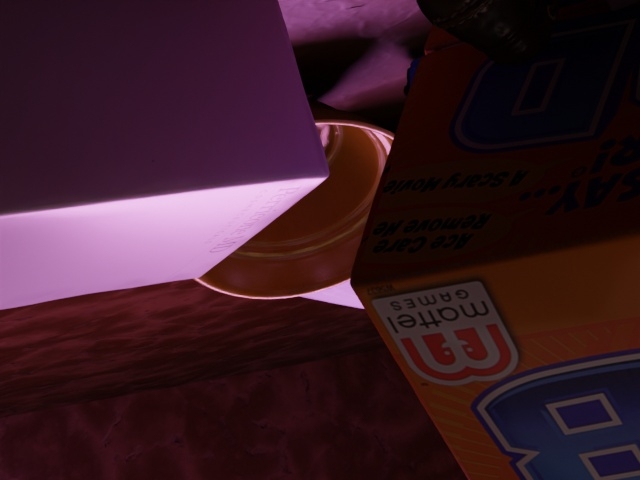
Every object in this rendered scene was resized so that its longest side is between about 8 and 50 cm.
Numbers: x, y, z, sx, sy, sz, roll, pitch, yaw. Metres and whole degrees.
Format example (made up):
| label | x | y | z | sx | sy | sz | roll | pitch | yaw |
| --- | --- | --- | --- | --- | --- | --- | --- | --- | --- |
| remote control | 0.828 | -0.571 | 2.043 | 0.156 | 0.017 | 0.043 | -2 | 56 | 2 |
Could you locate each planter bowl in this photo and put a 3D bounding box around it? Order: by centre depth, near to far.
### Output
| label | x | y | z | sx | sy | sz | roll | pitch | yaw |
| --- | --- | --- | --- | --- | --- | --- | --- | --- | --- |
| planter bowl | -0.026 | -0.053 | 1.187 | 0.217 | 0.090 | 0.217 | -10 | 142 | -8 |

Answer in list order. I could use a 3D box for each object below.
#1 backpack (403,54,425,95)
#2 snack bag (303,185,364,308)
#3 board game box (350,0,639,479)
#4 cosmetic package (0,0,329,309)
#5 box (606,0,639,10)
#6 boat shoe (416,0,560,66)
| label | x | y | z | sx | sy | sz | roll | pitch | yaw |
| --- | --- | --- | --- | --- | --- | --- | --- | --- | --- |
| backpack | 0.127 | -0.112 | 1.172 | 0.101 | 0.097 | 0.120 | -19 | 159 | 27 |
| snack bag | 0.000 | 0.000 | 1.428 | 0.323 | 0.037 | 0.342 | 12 | 161 | -13 |
| board game box | 0.282 | -0.002 | 0.757 | 0.356 | 0.356 | 0.356 | -12 | -144 | 27 |
| cosmetic package | -0.217 | -0.050 | 0.863 | 0.385 | 0.156 | 0.217 | -8 | 165 | -29 |
| box | 0.208 | -0.208 | 0.661 | 0.203 | 0.114 | 0.103 | -20 | 123 | 19 |
| boat shoe | 0.082 | -0.151 | 0.693 | 0.073 | 0.073 | 0.207 | -37 | -158 | 33 |
